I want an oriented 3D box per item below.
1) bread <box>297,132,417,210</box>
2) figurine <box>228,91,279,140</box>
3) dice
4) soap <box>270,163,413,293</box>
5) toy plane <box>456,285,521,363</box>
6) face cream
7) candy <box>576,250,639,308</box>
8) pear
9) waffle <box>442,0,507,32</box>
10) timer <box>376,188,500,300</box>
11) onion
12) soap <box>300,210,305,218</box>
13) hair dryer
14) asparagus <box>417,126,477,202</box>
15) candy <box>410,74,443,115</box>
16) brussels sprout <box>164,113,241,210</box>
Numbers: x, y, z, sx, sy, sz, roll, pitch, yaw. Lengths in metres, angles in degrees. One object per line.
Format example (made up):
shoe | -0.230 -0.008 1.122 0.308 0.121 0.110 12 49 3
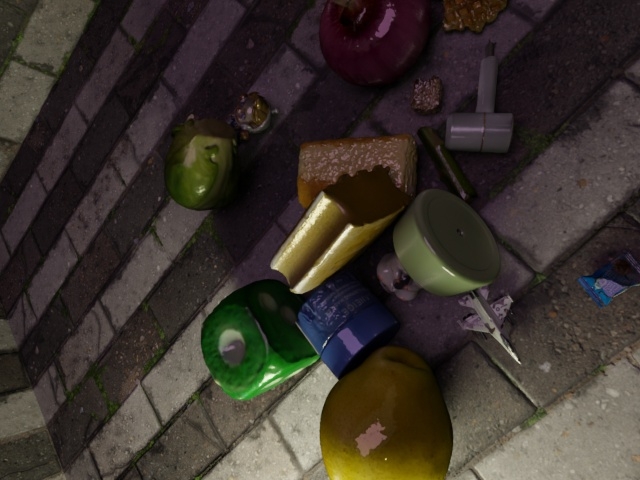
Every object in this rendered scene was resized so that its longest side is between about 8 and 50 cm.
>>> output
bread | 0.117 -0.203 1.279 0.375 0.165 0.237 1 89 28
figurine | -0.291 -0.448 1.556 0.274 0.133 0.194 -45 49 28
dice | -0.190 0.325 1.327 0.287 0.300 0.297 -44 68 22
soap | 0.052 -0.029 1.100 0.156 0.293 0.335 50 131 11
toy plane | 0.471 0.225 1.102 0.159 0.082 0.234 -34 85 11
face cream | 0.077 0.251 1.209 0.225 0.249 0.249 45 107 25
candy | 0.725 0.097 0.990 0.136 0.038 0.088 -34 57 15
pear | 0.173 0.503 1.074 0.362 0.362 0.419 20 97 29
waffle | 0.447 -0.763 1.212 0.290 0.051 0.292 -2 86 29
timer | 0.283 0.058 1.137 0.315 0.290 0.291 -46 64 43
onion | 0.152 -0.650 1.228 0.358 0.345 0.359 15 125 23
soap | 0.000 0.000 1.379 0.198 0.066 0.119 36 103 26
hair dryer | 0.462 -0.423 1.152 0.172 0.107 0.358 7 76 15
asparagus | 0.375 -0.228 1.201 0.067 0.060 0.278 -36 69 38
candy | 0.325 -0.445 1.234 0.095 0.085 0.110 1 96 23
brussels sprout | -0.437 -0.271 1.510 0.371 0.275 0.315 -46 47 49
